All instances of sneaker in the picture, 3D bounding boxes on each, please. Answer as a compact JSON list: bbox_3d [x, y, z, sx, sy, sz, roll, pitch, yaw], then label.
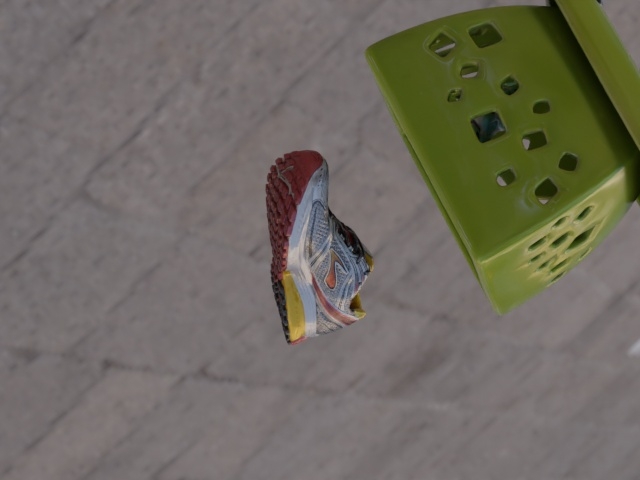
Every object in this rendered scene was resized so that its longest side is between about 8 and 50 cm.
[{"bbox_3d":[0.135,-0.112,1.521,0.098,0.069,0.038,-44,131,-30],"label":"sneaker"},{"bbox_3d":[0.000,0.000,1.552,0.093,0.088,0.225,-11,139,-7],"label":"sneaker"}]

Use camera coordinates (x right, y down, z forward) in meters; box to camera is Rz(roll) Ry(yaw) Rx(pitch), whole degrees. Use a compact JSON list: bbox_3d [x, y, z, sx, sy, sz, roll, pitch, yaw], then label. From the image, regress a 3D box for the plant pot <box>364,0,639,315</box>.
[{"bbox_3d":[0.190,-0.092,1.501,0.207,0.227,0.228,-27,163,4],"label":"plant pot"}]
